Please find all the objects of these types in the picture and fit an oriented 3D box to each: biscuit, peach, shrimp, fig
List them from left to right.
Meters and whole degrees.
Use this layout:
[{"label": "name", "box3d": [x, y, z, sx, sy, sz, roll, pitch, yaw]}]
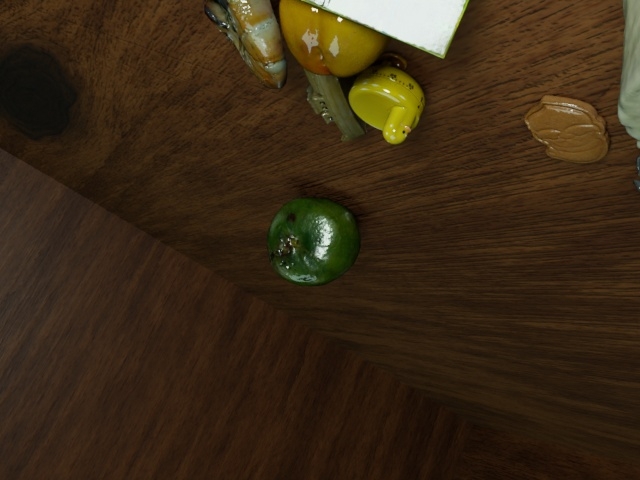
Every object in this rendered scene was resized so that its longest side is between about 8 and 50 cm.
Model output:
[{"label": "shrimp", "box3d": [-0.123, -0.323, 0.823, 0.290, 0.054, 0.222, 63, 173, -27]}, {"label": "fig", "box3d": [0.000, 0.000, 1.482, 0.203, 0.203, 0.235, 20, -174, 17]}, {"label": "peach", "box3d": [0.021, -0.255, 0.766, 0.138, 0.138, 0.138, 23, 163, 8]}, {"label": "biscuit", "box3d": [0.319, -0.141, 0.860, 0.102, 0.019, 0.130, 8, 154, 42]}]

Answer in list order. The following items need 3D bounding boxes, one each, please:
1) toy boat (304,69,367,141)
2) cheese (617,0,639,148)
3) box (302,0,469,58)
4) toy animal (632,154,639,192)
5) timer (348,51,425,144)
[{"label": "toy boat", "box3d": [0.018, -0.211, 0.989, 0.072, 0.065, 0.206, 6, 159, 20]}, {"label": "cheese", "box3d": [0.374, -0.150, 0.428, 0.332, 0.153, 0.292, 8, 164, -5]}, {"label": "box", "box3d": [0.060, -0.277, 0.670, 0.193, 0.122, 0.030, 24, -162, 4]}, {"label": "toy animal", "box3d": [0.473, -0.040, 0.893, 0.105, 0.070, 0.202, 29, 171, 36]}, {"label": "timer", "box3d": [0.088, -0.183, 0.908, 0.107, 0.109, 0.107, 24, 163, 8]}]
